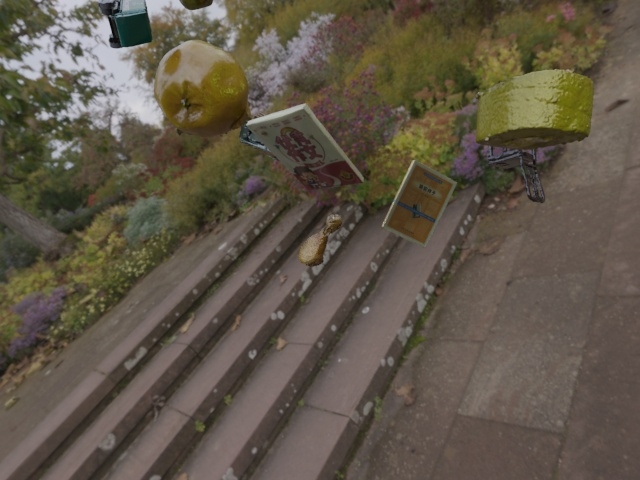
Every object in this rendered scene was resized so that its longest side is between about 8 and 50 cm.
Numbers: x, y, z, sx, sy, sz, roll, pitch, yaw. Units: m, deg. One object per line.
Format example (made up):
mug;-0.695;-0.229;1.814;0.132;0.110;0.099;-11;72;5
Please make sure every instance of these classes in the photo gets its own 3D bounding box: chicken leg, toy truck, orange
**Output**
chicken leg;-0.002;0.001;1.503;0.087;0.107;0.252;-2;-43;-43
toy truck;-0.543;-0.623;1.158;0.124;0.114;0.253;-9;45;-14
orange;-0.358;-0.447;1.241;0.279;0.279;0.235;-31;14;26
toy truck;-0.099;-0.312;1.418;0.133;0.338;0.184;-65;-3;19

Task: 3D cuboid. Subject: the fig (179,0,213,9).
fig;-0.463;-0.926;1.537;0.144;0.166;0.154;-9;-32;-21

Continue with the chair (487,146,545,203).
chair;0.575;-0.215;1.220;0.106;0.229;0.113;2;-8;-37

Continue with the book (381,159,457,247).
book;0.323;-0.117;1.350;0.242;0.170;0.018;-65;10;1

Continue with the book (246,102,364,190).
book;-0.028;-0.187;0.885;0.162;0.232;0.022;-3;58;38

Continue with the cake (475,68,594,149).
cake;0.463;-0.287;0.939;0.260;0.179;0.156;-171;88;-74

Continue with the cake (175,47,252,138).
cake;-0.429;-0.524;1.513;0.285;0.228;0.222;-18;-18;6
